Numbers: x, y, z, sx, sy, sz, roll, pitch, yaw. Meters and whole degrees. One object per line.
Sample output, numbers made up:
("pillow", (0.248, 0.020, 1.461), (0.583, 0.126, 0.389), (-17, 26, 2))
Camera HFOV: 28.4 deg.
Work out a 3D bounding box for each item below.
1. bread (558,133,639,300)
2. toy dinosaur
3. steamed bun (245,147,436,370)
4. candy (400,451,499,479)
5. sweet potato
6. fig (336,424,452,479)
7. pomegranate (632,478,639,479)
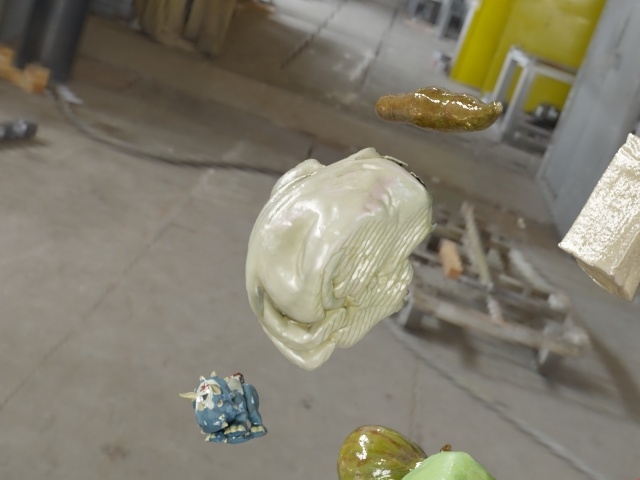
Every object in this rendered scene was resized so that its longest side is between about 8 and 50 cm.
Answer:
("bread", (0.329, -0.023, 1.345), (0.077, 0.152, 0.105), (37, 4, 30))
("toy dinosaur", (-0.062, 0.111, 0.853), (0.030, 0.047, 0.083), (-20, -18, 22))
("steamed bun", (0.000, 0.000, 1.725), (0.207, 0.268, 0.280), (33, 47, 29))
("candy", (0.217, 0.400, 1.446), (0.343, 0.132, 0.142), (51, 54, -1))
("sweet potato", (0.148, -0.176, 1.695), (0.067, 0.067, 0.274), (7, 4, -35))
("fig", (0.129, 0.335, 1.881), (0.149, 0.149, 0.245), (7, -20, -37))
("pomegranate", (0.365, 0.377, 1.327), (0.221, 0.257, 0.221), (-12, 5, 1))
